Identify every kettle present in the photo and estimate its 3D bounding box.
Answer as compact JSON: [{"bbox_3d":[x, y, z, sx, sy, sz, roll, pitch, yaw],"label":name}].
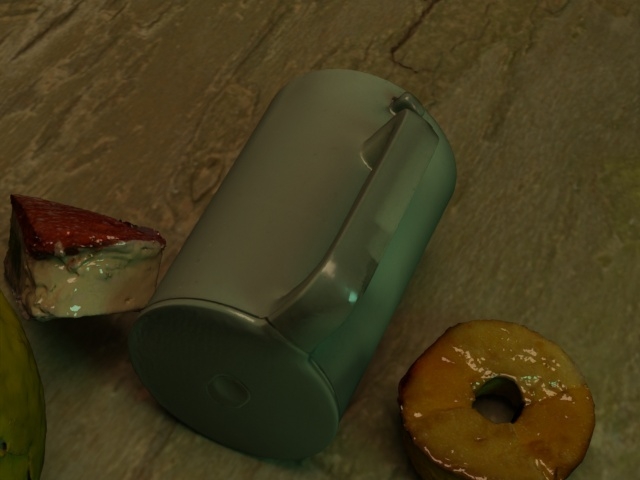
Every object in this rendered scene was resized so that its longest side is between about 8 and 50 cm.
[{"bbox_3d":[0.004,0.012,0.979,0.265,0.205,0.318,-5,39,35],"label":"kettle"}]

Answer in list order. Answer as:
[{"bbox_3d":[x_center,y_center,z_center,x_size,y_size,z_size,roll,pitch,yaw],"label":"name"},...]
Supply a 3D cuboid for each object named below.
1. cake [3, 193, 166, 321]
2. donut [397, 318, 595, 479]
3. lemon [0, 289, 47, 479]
[{"bbox_3d":[-0.252,0.014,0.972,0.220,0.086,0.116,14,10,35],"label":"cake"},{"bbox_3d":[0.153,0.162,0.983,0.174,0.075,0.190,17,45,8],"label":"donut"},{"bbox_3d":[-0.377,0.128,0.766,0.349,0.350,0.387,-25,50,-26],"label":"lemon"}]
